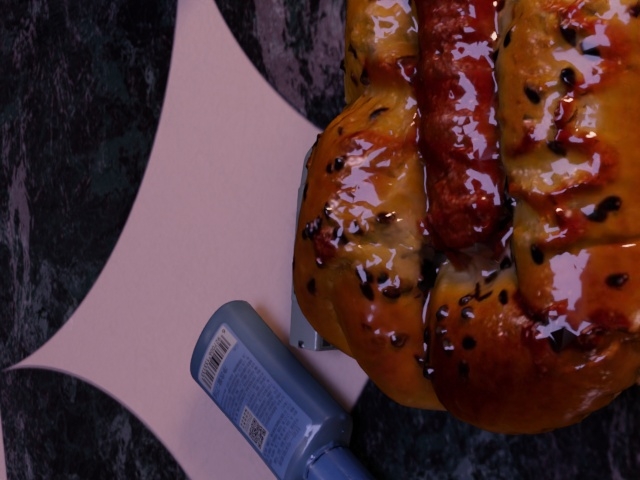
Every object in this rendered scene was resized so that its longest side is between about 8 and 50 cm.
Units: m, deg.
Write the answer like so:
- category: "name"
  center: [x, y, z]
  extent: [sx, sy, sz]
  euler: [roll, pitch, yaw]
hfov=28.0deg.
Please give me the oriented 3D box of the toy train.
- category: "toy train"
  center: [0.000, 0.000, 1.221]
  extent: [0.043, 0.047, 0.207]
  euler: [8, 96, 48]

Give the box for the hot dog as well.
- category: "hot dog"
  center: [0.127, -0.038, 0.994]
  extent: [0.367, 0.196, 0.365]
  euler: [20, 106, 47]

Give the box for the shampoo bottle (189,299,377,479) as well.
- category: "shampoo bottle"
  center: [-0.033, 0.171, 1.238]
  extent: [0.258, 0.061, 0.103]
  euler: [45, 119, 38]
